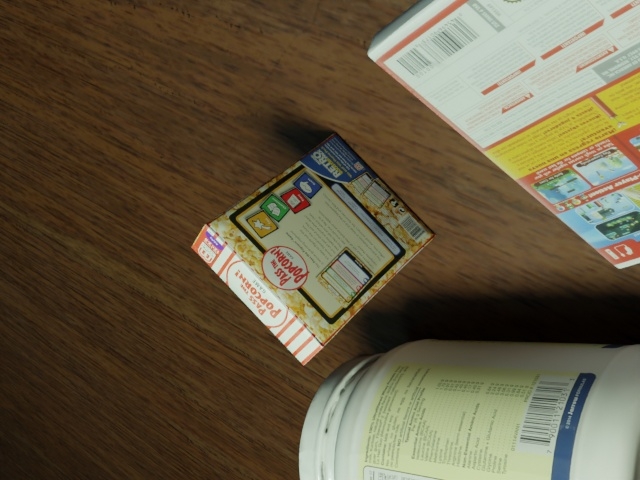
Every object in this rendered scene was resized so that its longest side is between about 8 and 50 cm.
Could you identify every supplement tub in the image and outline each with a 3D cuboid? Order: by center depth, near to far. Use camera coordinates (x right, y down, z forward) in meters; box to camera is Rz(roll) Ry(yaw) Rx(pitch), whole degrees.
[{"bbox_3d":[0.162,0.209,0.703,0.325,0.235,0.235,-6,116,45],"label":"supplement tub"}]

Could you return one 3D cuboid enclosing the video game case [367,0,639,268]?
[{"bbox_3d":[0.199,-0.089,0.513,0.285,0.025,0.204,36,145,-22],"label":"video game case"}]

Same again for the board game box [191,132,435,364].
[{"bbox_3d":[0.000,0.000,0.723,0.147,0.193,0.045,47,140,5],"label":"board game box"}]
